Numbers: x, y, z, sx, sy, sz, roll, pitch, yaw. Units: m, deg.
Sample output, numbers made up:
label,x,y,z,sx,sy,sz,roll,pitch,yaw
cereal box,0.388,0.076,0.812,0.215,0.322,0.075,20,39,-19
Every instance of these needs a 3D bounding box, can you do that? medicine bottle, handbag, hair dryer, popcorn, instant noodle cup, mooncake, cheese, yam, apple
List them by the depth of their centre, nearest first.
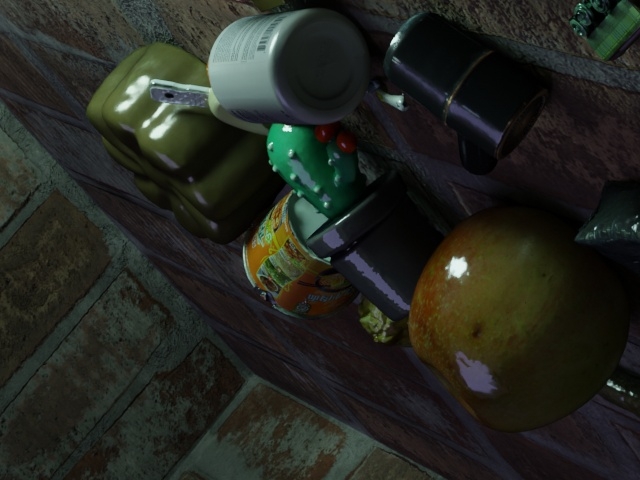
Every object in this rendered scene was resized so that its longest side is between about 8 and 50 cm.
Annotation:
label,x,y,z,sx,sy,sz,roll,pitch,yaw
handbag,0.433,0.007,1.808,0.175,0.089,0.270,35,167,-19
hair dryer,0.183,-0.155,1.899,0.189,0.107,0.352,38,171,15
medicine bottle,-0.060,-0.242,2.086,0.157,0.157,0.288,46,164,-23
apple,0.274,0.119,2.112,0.319,0.277,0.319,38,166,11
yam,0.467,0.231,2.398,0.274,0.061,0.061,28,162,39
cheese,-0.166,-0.231,2.439,0.235,0.050,0.127,9,149,8
popcorn,0.159,0.101,2.538,0.185,0.167,0.187,5,178,11
instant noodle cup,0.000,0.000,2.541,0.230,0.230,0.182,39,150,0
mooncake,-0.241,-0.169,2.651,0.378,0.201,0.378,35,164,12

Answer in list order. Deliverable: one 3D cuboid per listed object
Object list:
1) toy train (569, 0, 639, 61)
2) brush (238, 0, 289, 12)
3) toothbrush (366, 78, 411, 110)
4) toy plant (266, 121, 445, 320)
label,x,y,z,sx,sy,sz,roll,pitch,yaw
toy train,0.298,-0.230,1.498,0.071,0.038,0.148,39,166,2
brush,-0.105,-0.363,2.058,0.103,0.047,0.233,46,166,-15
toothbrush,0.090,-0.197,1.982,0.022,0.026,0.263,55,179,-13
toy plant,0.037,-0.068,2.339,0.400,0.185,0.279,49,-169,-7
